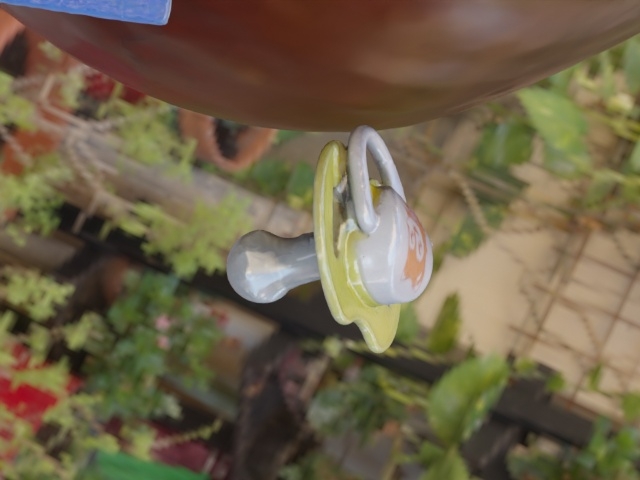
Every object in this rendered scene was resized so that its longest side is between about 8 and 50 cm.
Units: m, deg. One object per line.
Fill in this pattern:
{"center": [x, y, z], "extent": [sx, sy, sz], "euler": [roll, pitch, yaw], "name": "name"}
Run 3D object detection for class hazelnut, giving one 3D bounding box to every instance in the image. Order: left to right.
{"center": [0.024, -0.223, 0.622], "extent": [0.429, 0.402, 0.402], "euler": [-40, -176, 37], "name": "hazelnut"}

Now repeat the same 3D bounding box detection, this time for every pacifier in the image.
{"center": [0.000, 0.000, 0.548], "extent": [0.083, 0.064, 0.068], "euler": [42, 42, -65], "name": "pacifier"}

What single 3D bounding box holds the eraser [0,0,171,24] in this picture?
{"center": [-0.064, -0.076, 0.317], "extent": [0.063, 0.084, 0.027], "euler": [105, -9, -48], "name": "eraser"}
